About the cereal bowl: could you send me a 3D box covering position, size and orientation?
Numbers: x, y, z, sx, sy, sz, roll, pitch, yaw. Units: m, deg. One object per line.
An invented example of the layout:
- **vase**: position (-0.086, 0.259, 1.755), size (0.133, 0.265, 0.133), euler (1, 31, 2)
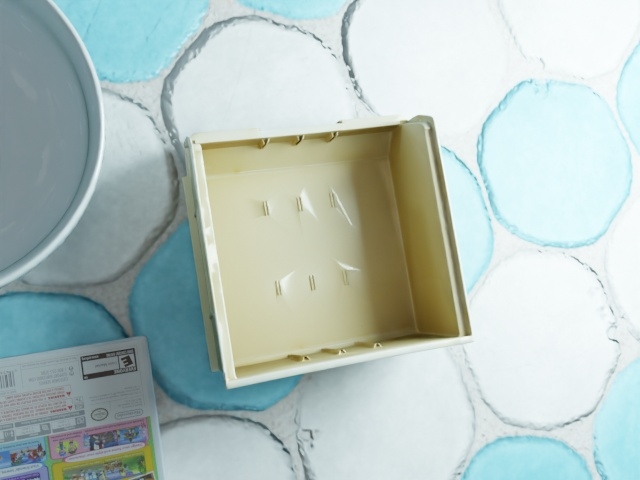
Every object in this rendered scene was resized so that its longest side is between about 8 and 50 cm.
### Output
- **cereal bowl**: position (-0.374, -0.099, 0.687), size (0.339, 0.141, 0.339), euler (2, 83, -15)

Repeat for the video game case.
- **video game case**: position (-0.270, 0.208, 0.745), size (0.212, 0.023, 0.193), euler (-7, 86, -17)

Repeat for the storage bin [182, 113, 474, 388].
- **storage bin**: position (0.000, 0.000, 0.792), size (0.262, 0.123, 0.260), euler (-8, 87, -16)
